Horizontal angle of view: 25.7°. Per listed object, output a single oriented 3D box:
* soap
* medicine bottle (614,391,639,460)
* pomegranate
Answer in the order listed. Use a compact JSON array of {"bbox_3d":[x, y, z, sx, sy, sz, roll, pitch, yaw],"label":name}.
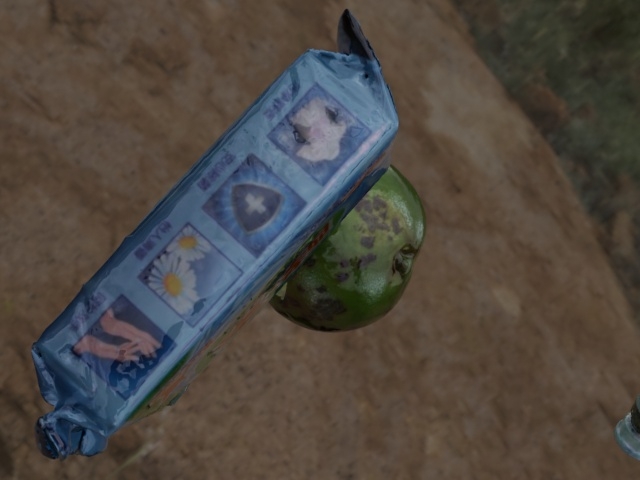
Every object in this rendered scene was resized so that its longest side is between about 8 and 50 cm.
[{"bbox_3d":[-0.059,0.007,0.819,0.077,0.293,0.156,43,-1,3],"label":"soap"},{"bbox_3d":[0.325,0.120,1.247,0.051,0.191,0.051,15,39,-13],"label":"medicine bottle"},{"bbox_3d":[0.010,0.008,1.105,0.122,0.169,0.143,44,58,-28],"label":"pomegranate"}]
